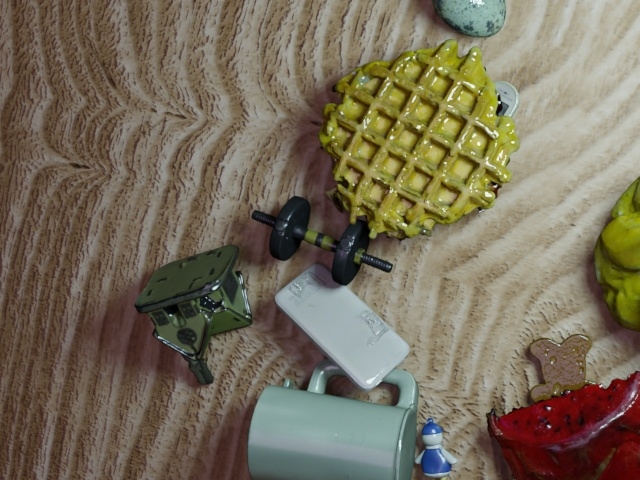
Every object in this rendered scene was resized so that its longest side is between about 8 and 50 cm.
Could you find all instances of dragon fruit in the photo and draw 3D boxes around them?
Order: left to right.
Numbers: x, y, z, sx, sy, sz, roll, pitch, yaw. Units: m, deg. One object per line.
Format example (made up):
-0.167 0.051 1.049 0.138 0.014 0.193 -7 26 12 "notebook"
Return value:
0.521 0.420 1.653 0.344 0.100 0.282 -23 97 15 "dragon fruit"

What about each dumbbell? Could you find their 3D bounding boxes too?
0.000 0.000 1.806 0.325 0.143 0.143 21 96 17 "dumbbell"

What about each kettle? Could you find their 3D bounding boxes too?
0.036 0.403 1.789 0.318 0.265 0.205 5 123 17 "kettle"

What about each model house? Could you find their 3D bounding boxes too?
-0.236 0.182 1.887 0.218 0.205 0.278 -17 115 18 "model house"

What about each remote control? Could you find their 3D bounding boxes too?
0.329 -0.222 1.758 0.078 0.042 0.221 33 98 16 "remote control"

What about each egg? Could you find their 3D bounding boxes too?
0.299 -0.481 1.721 0.132 0.132 0.172 -40 91 13 "egg"

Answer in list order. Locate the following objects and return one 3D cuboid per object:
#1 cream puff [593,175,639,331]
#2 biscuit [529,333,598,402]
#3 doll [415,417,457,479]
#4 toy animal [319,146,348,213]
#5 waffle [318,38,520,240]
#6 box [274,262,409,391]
0.680 0.028 1.529 0.378 0.275 0.378 0 90 20 "cream puff"
0.486 0.291 1.712 0.138 0.031 0.205 -10 88 15 "biscuit"
0.236 0.439 1.779 0.099 0.058 0.143 -12 85 37 "doll"
0.084 -0.148 1.815 0.179 0.089 0.188 -36 80 8 "toy animal"
0.192 -0.199 1.717 0.382 0.095 0.379 -19 84 11 "waffle"
0.044 0.177 1.804 0.142 0.044 0.285 -38 71 -26 "box"
